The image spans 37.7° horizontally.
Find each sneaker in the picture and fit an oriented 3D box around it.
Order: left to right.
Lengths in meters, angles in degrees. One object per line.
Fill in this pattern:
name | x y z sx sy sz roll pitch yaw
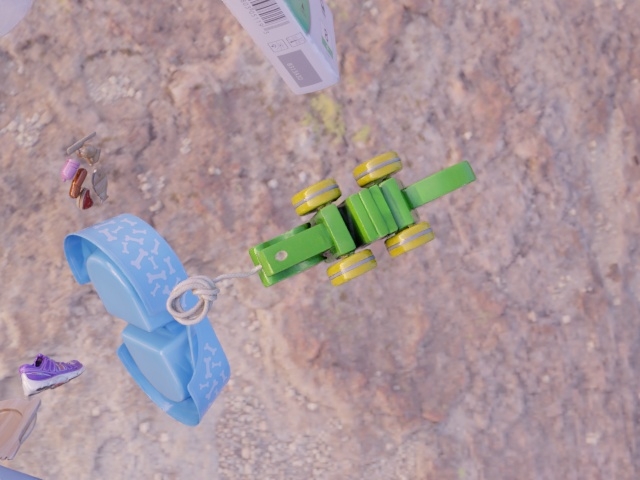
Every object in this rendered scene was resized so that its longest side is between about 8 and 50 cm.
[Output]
sneaker | -0.517 0.248 1.808 0.071 0.068 0.170 64 16 7

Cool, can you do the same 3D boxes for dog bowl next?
dog bowl | -0.205 0.096 1.155 0.074 0.166 0.297 -39 125 -30

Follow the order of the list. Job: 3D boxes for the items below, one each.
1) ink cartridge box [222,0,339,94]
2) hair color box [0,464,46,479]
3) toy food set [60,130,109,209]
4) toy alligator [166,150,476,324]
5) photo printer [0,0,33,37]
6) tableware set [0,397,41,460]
ink cartridge box | -0.044 -0.275 0.863 0.181 0.056 0.225 45 37 -58
hair color box | -0.381 0.442 0.965 0.113 0.185 0.374 27 37 -23
toy food set | -0.335 -0.093 1.317 0.078 0.019 0.122 -46 149 -43
toy alligator | 0.000 0.000 0.537 0.189 0.051 0.056 -25 86 -9
photo printer | -0.704 -0.459 1.767 0.307 0.256 0.107 -5 81 -36
tableware set | -0.288 0.154 0.659 0.141 0.168 0.020 -56 138 -44
